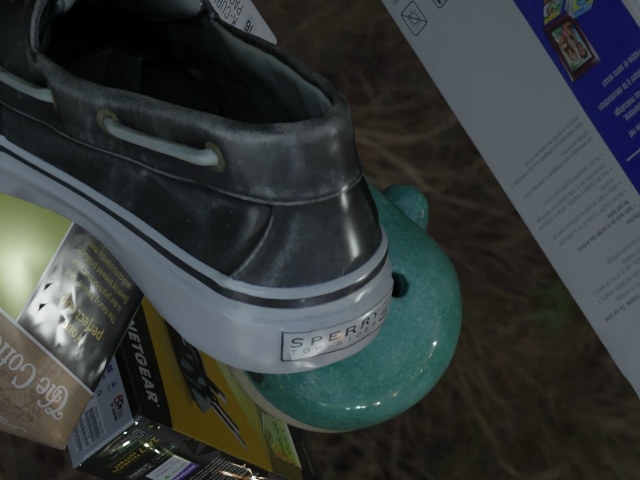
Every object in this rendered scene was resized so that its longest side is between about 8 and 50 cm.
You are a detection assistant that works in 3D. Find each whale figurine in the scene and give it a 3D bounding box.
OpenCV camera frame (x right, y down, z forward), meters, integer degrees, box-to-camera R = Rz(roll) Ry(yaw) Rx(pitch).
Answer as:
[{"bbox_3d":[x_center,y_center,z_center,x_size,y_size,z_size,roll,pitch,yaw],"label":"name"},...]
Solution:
[{"bbox_3d":[0.000,0.000,1.237,0.216,0.141,0.272,-22,88,-30],"label":"whale figurine"}]

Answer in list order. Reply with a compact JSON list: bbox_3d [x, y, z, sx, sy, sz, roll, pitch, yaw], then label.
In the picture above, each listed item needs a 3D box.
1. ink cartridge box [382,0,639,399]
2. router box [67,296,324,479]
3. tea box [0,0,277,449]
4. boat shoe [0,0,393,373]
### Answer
[{"bbox_3d":[0.163,-0.066,0.956,0.065,0.165,0.332,-22,77,-36],"label":"ink cartridge box"},{"bbox_3d":[-0.135,0.085,1.497,0.081,0.309,0.243,-38,140,19],"label":"router box"},{"bbox_3d":[-0.238,-0.102,1.047,0.323,0.220,0.329,-64,146,-21],"label":"tea box"},{"bbox_3d":[-0.079,-0.072,0.735,0.121,0.335,0.119,-20,127,-34],"label":"boat shoe"}]
